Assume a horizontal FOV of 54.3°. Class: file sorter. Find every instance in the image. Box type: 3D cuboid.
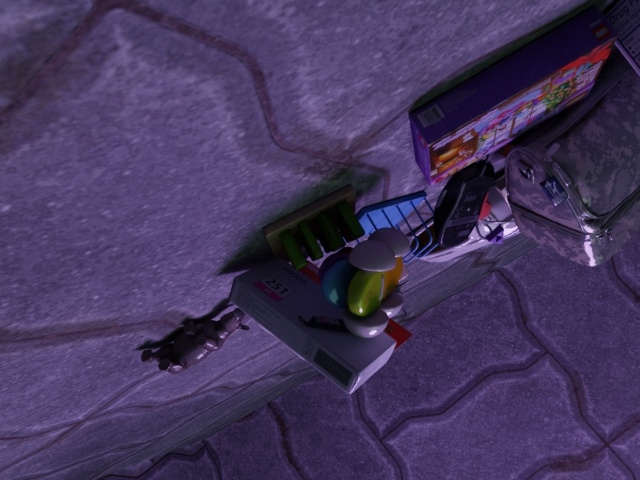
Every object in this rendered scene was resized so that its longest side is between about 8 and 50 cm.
[{"bbox_3d":[0.141,-0.008,1.224,0.170,0.104,0.118,-16,159,-36],"label":"file sorter"}]

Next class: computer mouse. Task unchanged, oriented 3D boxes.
[{"bbox_3d":[0.297,-0.112,1.169,0.184,0.060,0.261,-16,134,-30],"label":"computer mouse"}]

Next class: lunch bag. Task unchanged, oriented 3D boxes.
[{"bbox_3d":[0.475,-0.143,1.096,0.305,0.213,0.256,-41,132,-9],"label":"lunch bag"}]

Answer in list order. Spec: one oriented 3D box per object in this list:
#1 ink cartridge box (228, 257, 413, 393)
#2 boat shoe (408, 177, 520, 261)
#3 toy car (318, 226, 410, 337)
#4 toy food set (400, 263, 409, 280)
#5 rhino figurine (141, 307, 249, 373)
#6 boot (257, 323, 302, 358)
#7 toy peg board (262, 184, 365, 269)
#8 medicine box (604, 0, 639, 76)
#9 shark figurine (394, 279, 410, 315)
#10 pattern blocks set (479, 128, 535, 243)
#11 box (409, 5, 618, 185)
[{"bbox_3d":[0.015,0.121,1.116,0.239,0.275,0.060,-28,146,-51],"label":"ink cartridge box"},{"bbox_3d":[0.346,-0.052,1.425,0.367,0.135,0.157,-28,164,36],"label":"boat shoe"},{"bbox_3d":[0.066,0.061,1.043,0.182,0.136,0.159,-34,133,-60],"label":"toy car"},{"bbox_3d":[0.102,0.118,1.571,0.220,0.092,0.306,-32,163,11],"label":"toy food set"},{"bbox_3d":[-0.238,0.198,1.282,0.243,0.073,0.106,-32,160,5],"label":"rhino figurine"},{"bbox_3d":[-0.002,0.179,1.401,0.244,0.088,0.176,37,121,-24],"label":"boot"},{"bbox_3d":[0.000,0.000,1.056,0.161,0.079,0.160,-27,164,-5],"label":"toy peg board"},{"bbox_3d":[0.564,-0.270,0.787,0.149,0.289,0.263,-14,159,-36],"label":"medicine box"},{"bbox_3d":[0.244,0.210,2.070,0.166,0.116,0.278,-32,166,7],"label":"shark figurine"},{"bbox_3d":[0.447,-0.125,1.276,0.286,0.026,0.324,27,108,-40],"label":"pattern blocks set"},{"bbox_3d":[0.278,-0.202,0.937,0.293,0.057,0.201,-30,165,4],"label":"box"}]
